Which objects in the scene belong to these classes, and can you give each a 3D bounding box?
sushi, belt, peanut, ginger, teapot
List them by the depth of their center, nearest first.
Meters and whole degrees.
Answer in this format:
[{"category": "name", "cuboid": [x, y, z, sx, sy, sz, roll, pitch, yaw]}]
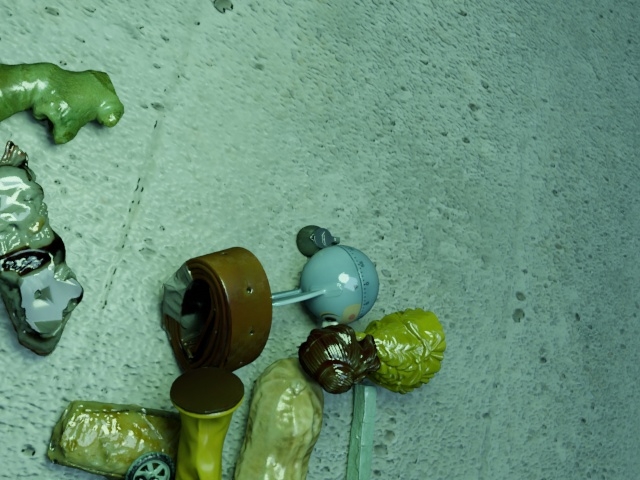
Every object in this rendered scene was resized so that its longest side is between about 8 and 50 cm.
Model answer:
[{"category": "sushi", "cuboid": [-0.460, 0.020, 1.085, 0.124, 0.130, 0.332, -25, 97, -34]}, {"category": "ginger", "cuboid": [-0.467, -0.228, 1.148, 0.290, 0.089, 0.137, 1, 90, -35]}, {"category": "belt", "cuboid": [-0.179, 0.125, 1.191, 0.105, 0.261, 0.184, -21, 62, -39]}, {"category": "peanut", "cuboid": [-0.075, 0.374, 1.270, 0.140, 0.153, 0.325, 23, 63, -24]}, {"category": "teapot", "cuboid": [0.000, 0.000, 1.436, 0.088, 0.057, 0.066, 6, 80, -32]}]

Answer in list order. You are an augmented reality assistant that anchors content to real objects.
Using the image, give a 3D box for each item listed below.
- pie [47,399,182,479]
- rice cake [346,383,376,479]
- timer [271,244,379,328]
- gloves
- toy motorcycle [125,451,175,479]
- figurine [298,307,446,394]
[{"category": "pie", "cuboid": [-0.304, 0.344, 1.176, 0.282, 0.068, 0.128, 21, 73, -34]}, {"category": "rice cake", "cuboid": [0.083, 0.418, 1.431, 0.045, 0.042, 0.245, 19, 71, -43]}, {"category": "timer", "cuboid": [0.002, 0.114, 1.362, 0.255, 0.175, 0.175, -36, 102, -27]}, {"category": "gloves", "cuboid": [-0.187, 0.364, 1.146, 0.133, 0.116, 0.294, -36, 136, -57]}, {"category": "toy motorcycle", "cuboid": [-0.339, 0.483, 1.104, 0.315, 0.113, 0.169, -39, 117, -22]}, {"category": "figurine", "cuboid": [0.081, 0.209, 1.333, 0.315, 0.187, 0.168, 10, 60, -49]}]
